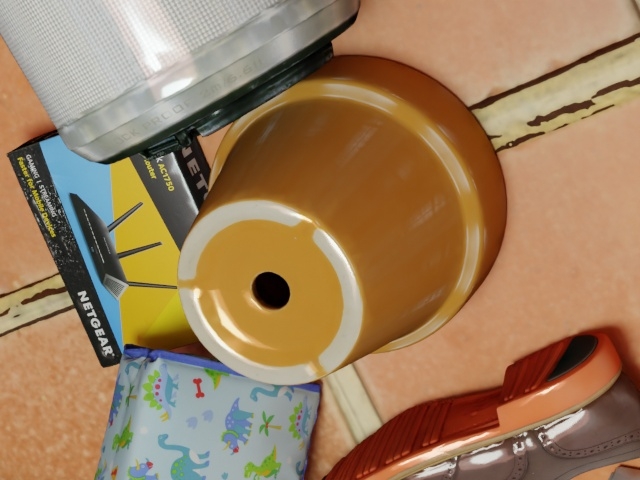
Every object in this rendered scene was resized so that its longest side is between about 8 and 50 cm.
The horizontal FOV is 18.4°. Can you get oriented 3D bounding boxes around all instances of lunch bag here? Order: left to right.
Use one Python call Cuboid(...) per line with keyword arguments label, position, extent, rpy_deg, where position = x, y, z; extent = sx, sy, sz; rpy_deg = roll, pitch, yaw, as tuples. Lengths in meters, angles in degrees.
Cuboid(label="lunch bag", position=(-0.078, 0.151, 1.425), extent=(0.151, 0.096, 0.128), rpy_deg=(14, 86, -24))

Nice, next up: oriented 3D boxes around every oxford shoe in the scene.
Cuboid(label="oxford shoe", position=(0.107, 0.163, 1.390), extent=(0.271, 0.097, 0.098), rpy_deg=(-27, 105, 29))

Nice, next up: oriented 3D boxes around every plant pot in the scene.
Cuboid(label="plant pot", position=(0.000, 0.000, 1.312), extent=(0.205, 0.188, 0.205), rpy_deg=(8, 113, 19))

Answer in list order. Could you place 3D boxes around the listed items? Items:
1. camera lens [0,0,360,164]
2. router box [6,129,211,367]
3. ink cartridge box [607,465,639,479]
Cuboid(label="camera lens", position=(-0.119, -0.202, 1.261), extent=(0.219, 0.219, 0.274), rpy_deg=(-25, 99, 29))
Cuboid(label="router box", position=(-0.134, -0.007, 1.446), extent=(0.133, 0.046, 0.179), rpy_deg=(-17, 103, 27))
Cuboid(label="ink cartridge box", position=(0.282, 0.248, 1.359), extent=(0.191, 0.082, 0.139), rpy_deg=(8, 114, 18))
